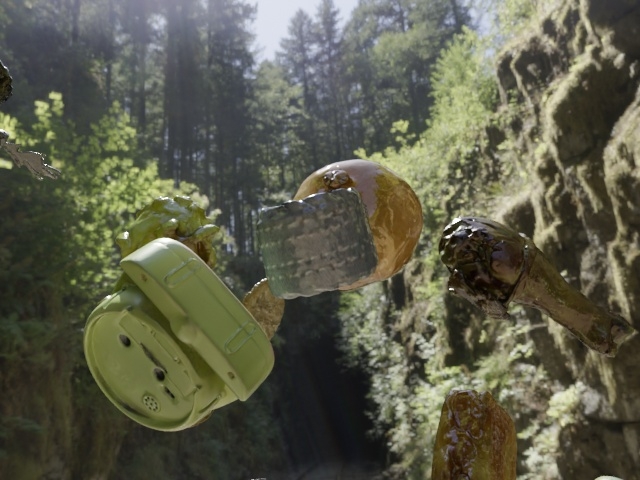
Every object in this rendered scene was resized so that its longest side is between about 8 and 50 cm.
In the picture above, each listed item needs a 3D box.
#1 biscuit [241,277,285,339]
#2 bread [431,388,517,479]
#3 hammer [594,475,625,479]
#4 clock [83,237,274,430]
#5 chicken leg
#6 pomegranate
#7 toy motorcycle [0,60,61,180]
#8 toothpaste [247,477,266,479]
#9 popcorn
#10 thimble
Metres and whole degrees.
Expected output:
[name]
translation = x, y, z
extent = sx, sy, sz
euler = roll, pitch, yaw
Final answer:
[biscuit]
translation = -0.157, 0.201, 1.499
extent = 0.033, 0.219, 0.220
euler = 20, -8, 26
[bread]
translation = 0.322, 0.495, 1.230
extent = 0.149, 0.344, 0.195
euler = -24, -60, 35
[hammer]
translation = 0.544, 0.535, 1.096
extent = 0.202, 0.113, 0.305
euler = 25, -28, -3
[clock]
translation = -0.264, 0.187, 0.950
extent = 0.348, 0.286, 0.117
euler = -42, 1, 35
[chicken leg]
translation = 0.361, 0.083, 1.001
extent = 0.211, 0.361, 0.140
euler = -32, -28, -39
[pomegranate]
translation = 0.094, -0.052, 1.653
extent = 0.412, 0.411, 0.411
euler = -3, -18, -1
[toy motorcycle]
translation = -0.570, -0.225, 0.845
extent = 0.134, 0.207, 0.401
euler = -1, -34, 38
[toothpaste]
translation = -0.160, 0.505, 0.944
extent = 0.099, 0.068, 0.282
euler = 19, 19, -5
[popcorn]
translation = -0.377, 0.008, 1.398
extent = 0.255, 0.256, 0.195
euler = 11, -30, 21
[thimble]
translation = 0.000, 0.000, 1.034
extent = 0.205, 0.172, 0.236
euler = -8, 4, 40
